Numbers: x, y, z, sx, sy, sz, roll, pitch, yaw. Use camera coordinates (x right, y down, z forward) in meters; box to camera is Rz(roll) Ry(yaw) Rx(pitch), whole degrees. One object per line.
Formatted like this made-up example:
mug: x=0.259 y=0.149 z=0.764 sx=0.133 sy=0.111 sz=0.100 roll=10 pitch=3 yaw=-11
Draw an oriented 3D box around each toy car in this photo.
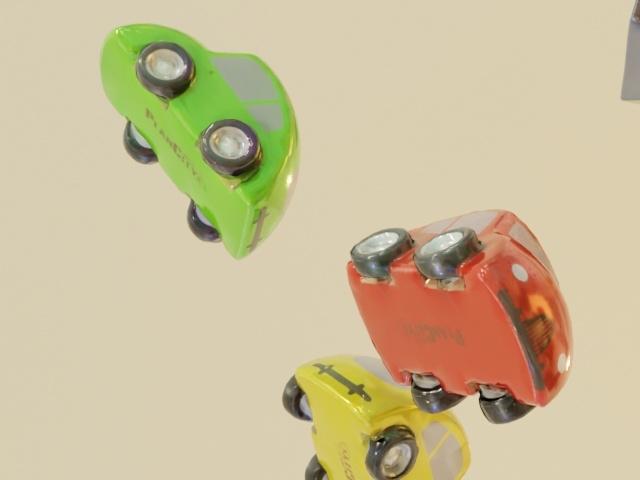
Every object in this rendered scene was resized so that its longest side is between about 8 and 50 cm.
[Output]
toy car: x=0.000 y=0.000 z=0.670 sx=0.053 sy=0.239 sz=0.225 roll=-31 pitch=-108 yaw=-24

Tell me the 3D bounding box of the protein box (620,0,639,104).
protein box: x=0.295 y=-0.199 z=1.229 sx=0.136 sy=0.200 sz=0.201 roll=15 pitch=-99 yaw=10
